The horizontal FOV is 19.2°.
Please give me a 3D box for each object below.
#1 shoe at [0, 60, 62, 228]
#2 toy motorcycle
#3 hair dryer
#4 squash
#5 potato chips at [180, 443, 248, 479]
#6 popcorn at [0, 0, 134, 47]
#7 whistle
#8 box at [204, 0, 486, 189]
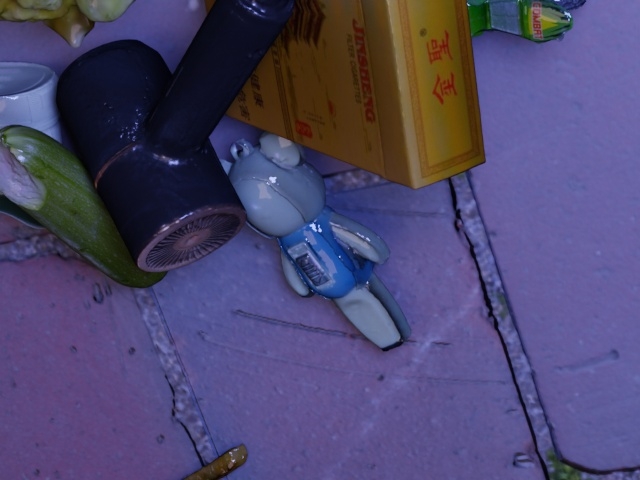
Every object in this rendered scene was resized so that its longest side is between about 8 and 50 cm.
[{"bbox_3d":[-0.401,-0.071,1.717,0.363,0.132,0.160,-1,115,11],"label":"shoe"},{"bbox_3d":[0.114,-0.189,1.496,0.190,0.106,0.074,2,117,19],"label":"toy motorcycle"},{"bbox_3d":[-0.098,-0.142,1.514,0.189,0.107,0.352,61,142,19],"label":"hair dryer"},{"bbox_3d":[-0.209,-0.028,1.656,0.069,0.069,0.239,-18,141,25],"label":"squash"},{"bbox_3d":[-0.153,0.247,1.853,0.204,0.026,0.037,-24,93,28],"label":"potato chips"},{"bbox_3d":[-0.230,-0.289,1.495,0.258,0.224,0.270,15,125,5],"label":"popcorn"},{"bbox_3d":[0.000,0.000,1.653,0.114,0.077,0.235,-27,111,37],"label":"whistle"},{"bbox_3d":[0.010,-0.158,1.479,0.274,0.076,0.174,24,132,52],"label":"box"}]
